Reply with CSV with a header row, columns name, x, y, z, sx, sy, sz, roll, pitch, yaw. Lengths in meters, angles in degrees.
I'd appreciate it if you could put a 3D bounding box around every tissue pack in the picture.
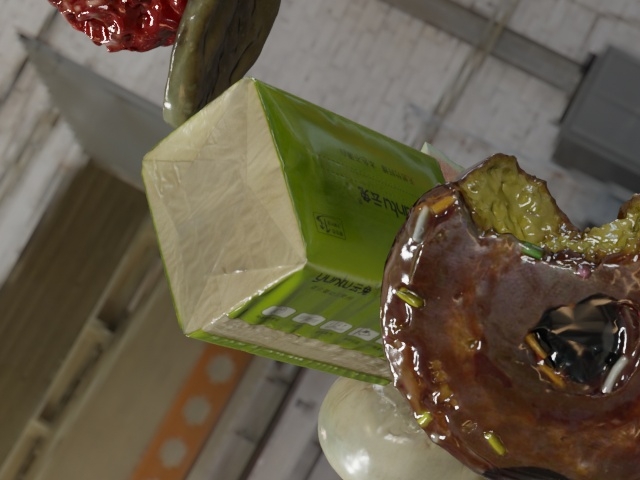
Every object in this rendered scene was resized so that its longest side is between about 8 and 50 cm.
name,x,y,z,sx,sy,sz,roll,pitch,yaw
tissue pack,0.000,0.000,1.429,0.167,0.200,0.274,-34,-33,30

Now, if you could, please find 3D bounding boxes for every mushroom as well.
name,x,y,z,sx,sy,sz,roll,pitch,yaw
mushroom,0.132,0.239,2.007,0.234,0.254,0.260,-52,-22,1

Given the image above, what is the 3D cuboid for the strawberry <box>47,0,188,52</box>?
name,x,y,z,sx,sy,sz,roll,pitch,yaw
strawberry,-0.194,-0.389,1.887,0.295,0.318,0.345,-26,-2,17

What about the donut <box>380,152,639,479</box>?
name,x,y,z,sx,sy,sz,roll,pitch,yaw
donut,0.155,0.047,0.932,0.096,0.230,0.216,-62,-40,-63

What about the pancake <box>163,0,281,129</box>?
name,x,y,z,sx,sy,sz,roll,pitch,yaw
pancake,-0.090,-0.253,1.604,0.294,0.049,0.295,17,-90,-81

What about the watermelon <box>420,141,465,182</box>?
name,x,y,z,sx,sy,sz,roll,pitch,yaw
watermelon,0.194,0.008,2.269,0.176,0.255,0.260,81,-171,-49
